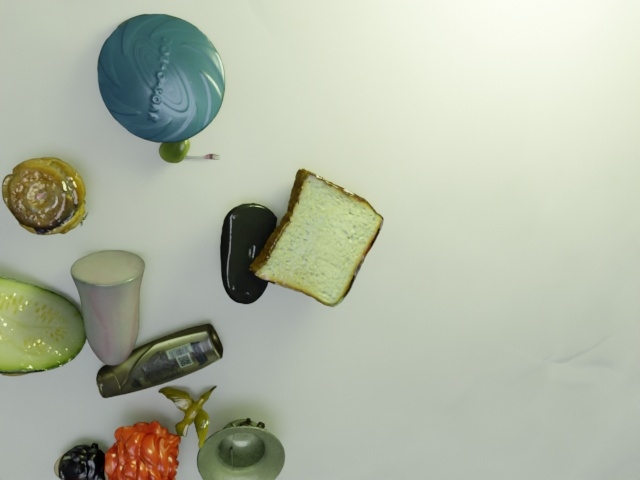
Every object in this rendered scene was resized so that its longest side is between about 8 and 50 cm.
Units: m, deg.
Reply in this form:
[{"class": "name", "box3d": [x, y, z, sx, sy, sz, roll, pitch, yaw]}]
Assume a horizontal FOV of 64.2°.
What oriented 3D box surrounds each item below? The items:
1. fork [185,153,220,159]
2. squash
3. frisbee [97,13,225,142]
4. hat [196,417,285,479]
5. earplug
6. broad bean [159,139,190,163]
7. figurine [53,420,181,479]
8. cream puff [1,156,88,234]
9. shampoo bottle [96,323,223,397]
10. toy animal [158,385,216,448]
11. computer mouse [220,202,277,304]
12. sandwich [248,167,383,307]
[{"class": "fork", "box3d": [-0.308, -0.208, 1.276, 0.115, 0.012, 0.016, -2, 107, -2]}, {"class": "squash", "box3d": [-0.758, 0.218, 1.259, 0.308, 0.234, 0.210, 5, 148, -5]}, {"class": "frisbee", "box3d": [-0.363, -0.367, 1.163, 0.289, 0.049, 0.290, -1, 102, -7]}, {"class": "hat", "box3d": [-0.240, 0.620, 1.541, 0.256, 0.130, 0.258, -3, 112, -8]}, {"class": "earplug", "box3d": [-0.542, 0.195, 1.330, 0.172, 0.172, 0.302, 3, 118, -9]}, {"class": "broad bean", "box3d": [-0.354, -0.223, 1.246, 0.083, 0.045, 0.063, -32, 101, 11]}, {"class": "figurine", "box3d": [-0.589, 0.695, 1.492, 0.411, 0.241, 0.307, -17, 90, 18]}, {"class": "cream puff", "box3d": [-0.636, -0.104, 1.205, 0.188, 0.129, 0.189, -1, 103, -4]}, {"class": "shampoo bottle", "box3d": [-0.453, 0.341, 1.428, 0.349, 0.084, 0.126, -22, 110, 1]}, {"class": "toy animal", "box3d": [-0.369, 0.494, 1.506, 0.219, 0.155, 0.095, 35, 137, 21]}, {"class": "computer mouse", "box3d": [-0.195, 0.029, 1.341, 0.137, 0.086, 0.270, 1, 104, -26]}, {"class": "sandwich", "box3d": [0.000, 0.000, 1.321, 0.271, 0.099, 0.301, 27, 90, -27]}]
